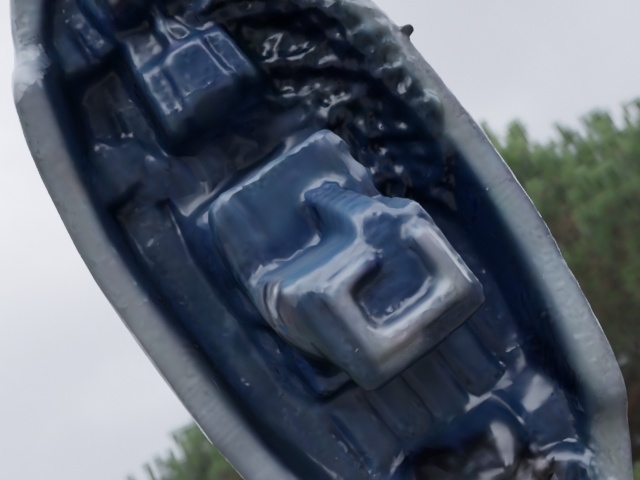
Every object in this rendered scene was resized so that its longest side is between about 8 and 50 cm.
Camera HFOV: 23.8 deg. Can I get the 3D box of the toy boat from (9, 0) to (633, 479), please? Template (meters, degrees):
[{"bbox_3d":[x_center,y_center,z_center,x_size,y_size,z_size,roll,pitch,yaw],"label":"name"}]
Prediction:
[{"bbox_3d":[0.000,0.000,0.474,0.129,0.309,0.142,-35,-5,-9],"label":"toy boat"}]
